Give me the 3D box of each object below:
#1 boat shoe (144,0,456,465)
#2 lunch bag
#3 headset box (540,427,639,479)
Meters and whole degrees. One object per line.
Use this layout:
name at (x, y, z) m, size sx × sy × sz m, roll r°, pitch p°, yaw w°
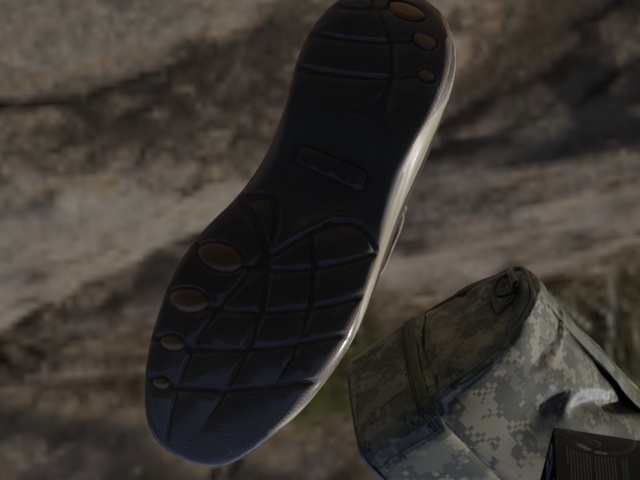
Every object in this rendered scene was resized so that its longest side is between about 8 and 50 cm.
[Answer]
boat shoe at (0.000, 0.000, 1.333) m, size 0.132 × 0.355 × 0.130 m, roll 29°, pitch 178°, yaw 15°
lunch bag at (0.214, 0.197, 2.090) m, size 0.256 × 0.212 × 0.305 m, roll -35°, pitch 115°, yaw 18°
headset box at (0.338, 0.327, 1.810) m, size 0.283 × 0.131 × 0.246 m, roll 8°, pitch 123°, yaw 0°
